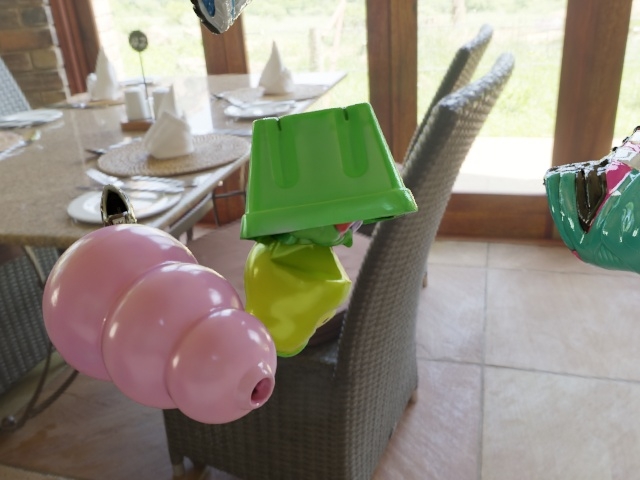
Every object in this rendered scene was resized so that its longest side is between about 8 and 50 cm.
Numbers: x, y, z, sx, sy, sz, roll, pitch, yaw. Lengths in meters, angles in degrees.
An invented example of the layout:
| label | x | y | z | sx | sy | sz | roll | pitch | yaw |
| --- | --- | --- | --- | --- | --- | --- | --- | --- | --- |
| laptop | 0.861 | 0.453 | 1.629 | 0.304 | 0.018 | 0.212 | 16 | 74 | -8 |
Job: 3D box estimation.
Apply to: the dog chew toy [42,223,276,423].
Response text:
| label | x | y | z | sx | sy | sz | roll | pitch | yaw |
| --- | --- | --- | --- | --- | --- | --- | --- | --- | --- |
| dog chew toy | -0.188 | 0.106 | 0.703 | 0.332 | 0.206 | 0.207 | 22 | 35 | 34 |

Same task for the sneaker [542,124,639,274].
| label | x | y | z | sx | sy | sz | roll | pitch | yaw |
| --- | --- | --- | --- | --- | --- | --- | --- | --- | --- |
| sneaker | 0.349 | -0.084 | 0.640 | 0.178 | 0.124 | 0.295 | -13 | 42 | 58 |

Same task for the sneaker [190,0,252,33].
| label | x | y | z | sx | sy | sz | roll | pitch | yaw |
| --- | --- | --- | --- | --- | --- | --- | --- | --- | --- |
| sneaker | -0.100 | -0.323 | 0.617 | 0.071 | 0.190 | 0.083 | 38 | 61 | 12 |

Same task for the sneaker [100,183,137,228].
| label | x | y | z | sx | sy | sz | roll | pitch | yaw |
| --- | --- | --- | --- | --- | --- | --- | --- | --- | --- |
| sneaker | -0.317 | -0.005 | 0.909 | 0.066 | 0.071 | 0.188 | -21 | 63 | -13 |

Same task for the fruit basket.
| label | x | y | z | sx | sy | sz | roll | pitch | yaw |
| --- | --- | --- | --- | --- | --- | --- | --- | --- | --- |
| fruit basket | 0.000 | 0.000 | 0.925 | 0.283 | 0.392 | 0.392 | -9 | 24 | 2 |
